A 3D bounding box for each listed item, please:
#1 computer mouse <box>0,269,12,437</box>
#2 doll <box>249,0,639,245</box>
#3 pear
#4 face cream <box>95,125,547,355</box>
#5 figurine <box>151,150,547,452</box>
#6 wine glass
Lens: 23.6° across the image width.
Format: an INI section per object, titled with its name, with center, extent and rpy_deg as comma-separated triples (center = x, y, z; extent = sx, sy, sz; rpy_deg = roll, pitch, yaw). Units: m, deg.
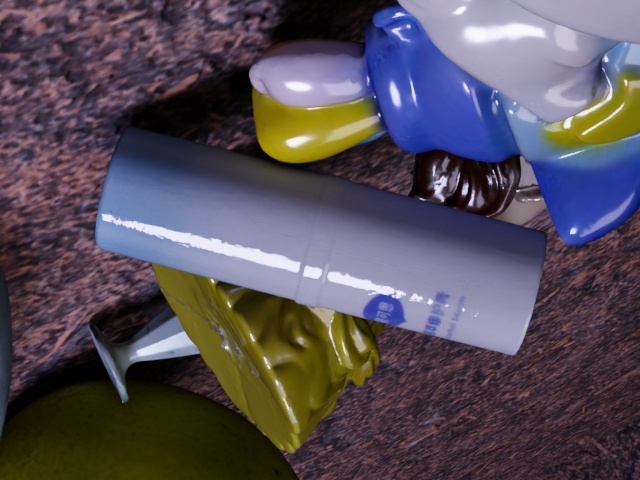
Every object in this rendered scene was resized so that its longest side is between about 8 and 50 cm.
[computer mouse]
center = -0.300, 0.144, 0.966
extent = 0.188, 0.122, 0.371
rpy_deg = -11, 155, -41
[doll]
center = 0.130, -0.143, 0.789
extent = 0.376, 0.187, 0.365
rpy_deg = 20, 151, -6
[pear]
center = -0.142, 0.237, 1.167
extent = 0.294, 0.294, 0.294
rpy_deg = -27, 159, -11
[face cream]
center = 0.000, 0.000, 0.885
extent = 0.250, 0.077, 0.077
rpy_deg = 15, 154, 2
[figurine]
center = 0.063, -0.013, 1.032
extent = 0.315, 0.168, 0.187
rpy_deg = -31, -170, -15
[wine glass]
center = -0.088, 0.055, 1.118
extent = 0.155, 0.073, 0.073
rpy_deg = -23, 158, -10
